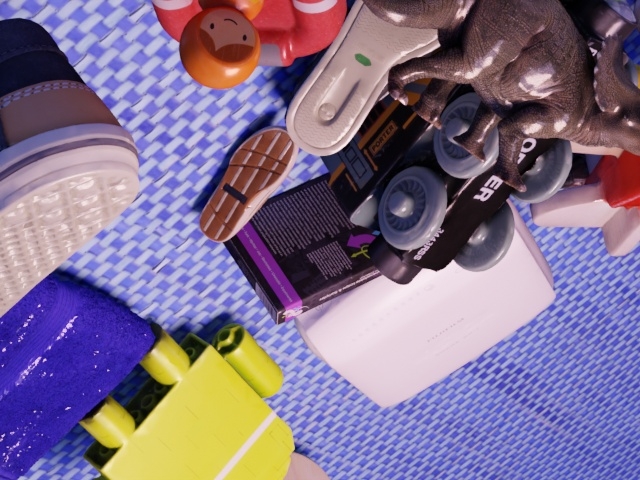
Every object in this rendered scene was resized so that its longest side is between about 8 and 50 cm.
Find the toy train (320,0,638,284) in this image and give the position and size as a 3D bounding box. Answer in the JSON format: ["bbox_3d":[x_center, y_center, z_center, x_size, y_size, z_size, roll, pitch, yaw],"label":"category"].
[{"bbox_3d":[0.138,-0.118,1.699,0.142,0.190,0.334,15,123,-43],"label":"toy train"}]

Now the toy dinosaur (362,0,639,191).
[{"bbox_3d":[0.147,-0.147,1.509,0.313,0.121,0.160,37,96,-17],"label":"toy dinosaur"}]

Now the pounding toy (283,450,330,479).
[{"bbox_3d":[-0.088,0.359,2.250,0.183,0.110,0.237,30,75,-28],"label":"pounding toy"}]

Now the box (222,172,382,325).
[{"bbox_3d":[0.000,0.000,1.806,0.162,0.116,0.029,-25,152,-18],"label":"box"}]

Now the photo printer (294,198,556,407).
[{"bbox_3d":[0.108,0.053,1.973,0.256,0.107,0.307,-33,158,4],"label":"photo printer"}]

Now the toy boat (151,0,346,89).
[{"bbox_3d":[-0.067,-0.181,1.389,0.151,0.151,0.231,2,152,11],"label":"toy boat"}]

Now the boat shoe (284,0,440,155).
[{"bbox_3d":[0.054,-0.178,1.660,0.233,0.084,0.079,-48,-172,9],"label":"boat shoe"}]

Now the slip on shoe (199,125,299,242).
[{"bbox_3d":[-0.062,-0.055,1.734,0.135,0.051,0.041,-56,173,27],"label":"slip on shoe"}]

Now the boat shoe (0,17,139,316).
[{"bbox_3d":[-0.335,0.005,1.429,0.500,0.156,0.187,-35,161,33],"label":"boat shoe"}]

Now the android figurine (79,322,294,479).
[{"bbox_3d":[-0.131,0.208,1.926,0.248,0.056,0.273,-51,130,-11],"label":"android figurine"}]

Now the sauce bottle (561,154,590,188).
[{"bbox_3d":[0.296,-0.075,2.084,0.128,0.042,0.042,-13,144,-38],"label":"sauce bottle"}]

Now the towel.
[{"bbox_3d":[-0.293,0.122,1.699,0.227,0.076,0.308,-39,156,9],"label":"towel"}]

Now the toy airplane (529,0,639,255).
[{"bbox_3d":[0.354,-0.130,1.889,0.384,0.272,0.386,-5,174,27],"label":"toy airplane"}]
